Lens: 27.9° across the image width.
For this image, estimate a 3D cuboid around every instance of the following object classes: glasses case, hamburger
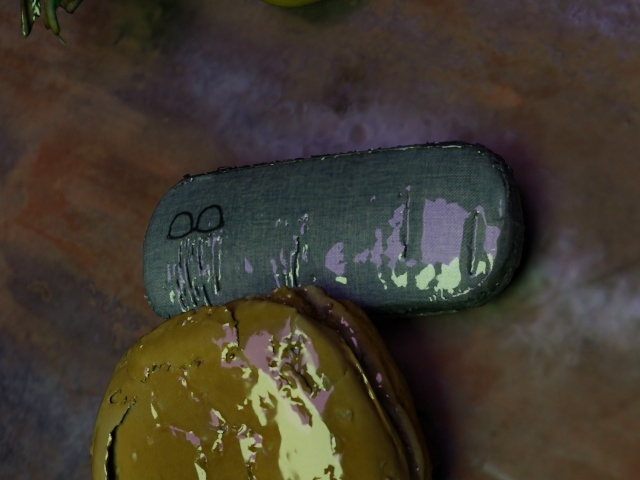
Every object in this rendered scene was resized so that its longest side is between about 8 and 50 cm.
[{"bbox_3d":[0.000,0.000,0.848,0.282,0.067,0.109,-6,74,32],"label":"glasses case"},{"bbox_3d":[-0.039,0.134,0.780,0.213,0.108,0.214,1,92,25],"label":"hamburger"}]

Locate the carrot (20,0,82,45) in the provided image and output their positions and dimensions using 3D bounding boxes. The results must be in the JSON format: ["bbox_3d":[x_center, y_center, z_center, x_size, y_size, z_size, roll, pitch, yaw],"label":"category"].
[{"bbox_3d":[-0.176,-0.330,0.993,0.193,0.214,0.331,-9,72,30],"label":"carrot"}]

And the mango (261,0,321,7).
[{"bbox_3d":[0.007,-0.234,0.923,0.161,0.076,0.103,-39,52,10],"label":"mango"}]
